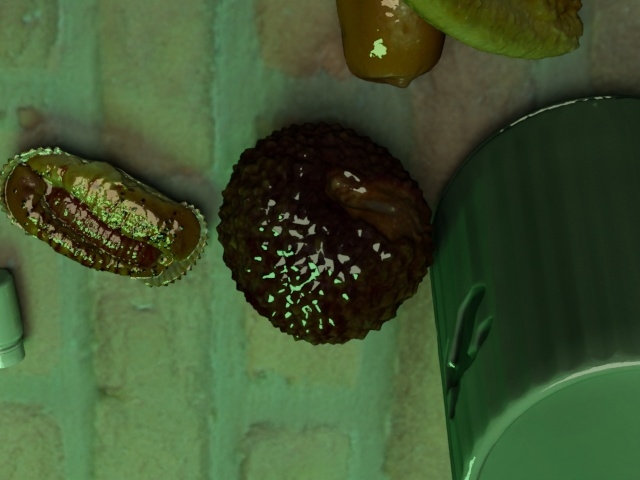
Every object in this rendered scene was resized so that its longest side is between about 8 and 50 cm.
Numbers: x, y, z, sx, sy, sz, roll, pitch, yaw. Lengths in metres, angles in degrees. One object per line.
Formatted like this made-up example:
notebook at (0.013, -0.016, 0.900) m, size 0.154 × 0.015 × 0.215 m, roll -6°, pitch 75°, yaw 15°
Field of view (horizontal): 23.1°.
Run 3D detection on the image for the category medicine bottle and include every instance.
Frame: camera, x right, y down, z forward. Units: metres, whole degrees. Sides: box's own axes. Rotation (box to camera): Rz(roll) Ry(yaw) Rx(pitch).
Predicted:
medicine bottle at (-0.297, 0.072, 1.432) m, size 0.047 × 0.047 × 0.083 m, roll -5°, pitch 112°, yaw 5°

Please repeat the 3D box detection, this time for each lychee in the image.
lychee at (0.000, 0.000, 1.330) m, size 0.188 × 0.188 × 0.188 m, roll 1°, pitch 112°, yaw 2°

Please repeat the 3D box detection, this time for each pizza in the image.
pizza at (0.109, -0.244, 1.200) m, size 0.258 × 0.087 × 0.268 m, roll -20°, pitch 119°, yaw -32°

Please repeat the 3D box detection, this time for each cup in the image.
cup at (0.257, 0.130, 1.258) m, size 0.310 × 0.392 × 0.401 m, roll -23°, pitch 114°, yaw 17°

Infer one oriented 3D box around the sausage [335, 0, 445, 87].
sausage at (0.057, -0.238, 1.269) m, size 0.098 × 0.098 × 0.238 m, roll -1°, pitch 112°, yaw 3°

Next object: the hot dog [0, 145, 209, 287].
hot dog at (-0.194, -0.023, 1.387) m, size 0.192 × 0.053 × 0.099 m, roll 25°, pitch 107°, yaw -10°
